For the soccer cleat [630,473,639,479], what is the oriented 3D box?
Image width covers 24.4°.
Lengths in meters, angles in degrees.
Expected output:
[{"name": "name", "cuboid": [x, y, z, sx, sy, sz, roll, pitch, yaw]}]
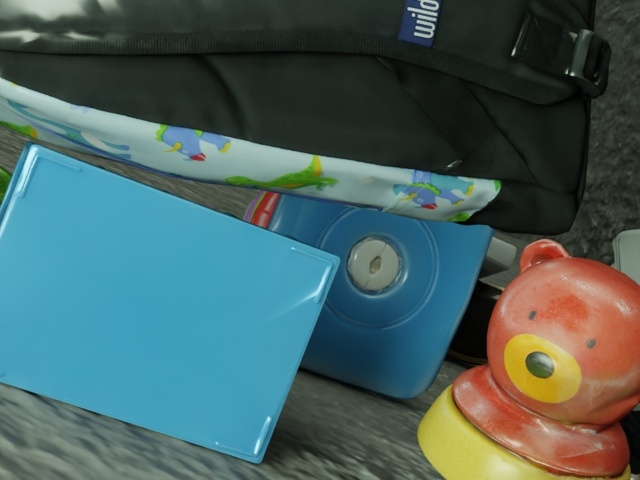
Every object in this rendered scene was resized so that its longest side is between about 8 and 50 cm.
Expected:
[{"name": "soccer cleat", "cuboid": [0.206, 0.173, 0.900, 0.196, 0.076, 0.068, -6, 43, -35]}]

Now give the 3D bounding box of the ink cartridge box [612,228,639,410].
[{"name": "ink cartridge box", "cuboid": [0.367, 0.063, 1.089, 0.223, 0.129, 0.307, -6, -9, 26]}]

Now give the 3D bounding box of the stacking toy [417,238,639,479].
[{"name": "stacking toy", "cuboid": [0.194, 0.127, 0.709, 0.309, 0.130, 0.279, 24, 17, 9]}]

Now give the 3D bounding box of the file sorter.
[{"name": "file sorter", "cuboid": [-0.098, 0.027, 0.801, 0.170, 0.118, 0.104, 20, 4, -16]}]

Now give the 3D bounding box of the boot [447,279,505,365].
[{"name": "boot", "cuboid": [0.111, 0.049, 1.304, 0.198, 0.077, 0.137, 15, -16, 12]}]

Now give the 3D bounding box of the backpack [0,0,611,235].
[{"name": "backpack", "cuboid": [-0.052, -0.152, 0.798, 0.355, 0.290, 0.273, 1, 0, -27]}]

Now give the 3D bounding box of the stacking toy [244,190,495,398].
[{"name": "stacking toy", "cuboid": [0.000, 0.000, 1.180, 0.165, 0.175, 0.302, 22, 1, -16]}]

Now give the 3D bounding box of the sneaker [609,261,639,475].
[{"name": "sneaker", "cuboid": [0.205, 0.125, 1.164, 0.112, 0.131, 0.319, 57, 21, -9]}]

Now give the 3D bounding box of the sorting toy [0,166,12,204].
[{"name": "sorting toy", "cuboid": [-0.281, -0.049, 1.155, 0.102, 0.042, 0.061, 36, 25, 11]}]

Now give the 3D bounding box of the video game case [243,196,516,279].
[{"name": "video game case", "cuboid": [0.048, -0.006, 1.390, 0.206, 0.026, 0.227, 23, -14, -12]}]
